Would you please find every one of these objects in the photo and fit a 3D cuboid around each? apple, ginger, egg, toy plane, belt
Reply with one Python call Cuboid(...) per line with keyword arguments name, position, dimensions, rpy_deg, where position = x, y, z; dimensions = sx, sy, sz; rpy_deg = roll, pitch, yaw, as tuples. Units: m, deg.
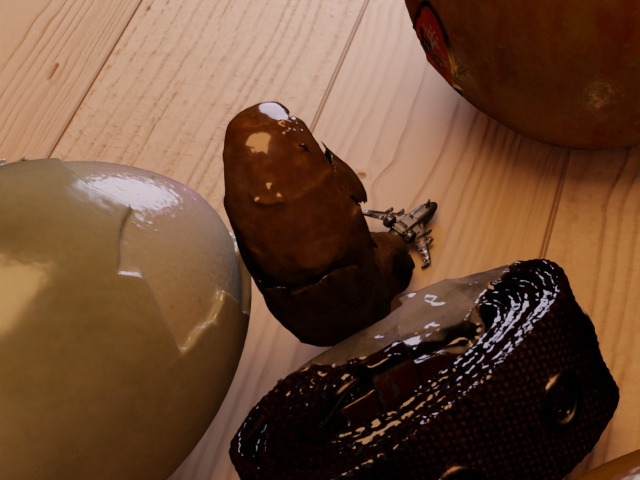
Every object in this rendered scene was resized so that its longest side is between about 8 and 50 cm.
Cuboid(name="apple", position=(0.260, -0.279, 1.389), dimensions=(0.401, 0.333, 0.400), rpy_deg=(-5, 46, 5))
Cuboid(name="ginger", position=(0.000, 0.011, 1.188), dimensions=(0.107, 0.309, 0.133), rpy_deg=(-10, 64, 10))
Cuboid(name="egg", position=(-0.205, 0.073, 1.153), dimensions=(0.278, 0.278, 0.336), rpy_deg=(29, 55, 33))
Cuboid(name="toy plane", position=(0.076, -0.011, 1.366), dimensions=(0.078, 0.031, 0.083), rpy_deg=(40, 64, 20))
Cuboid(name="belt", position=(0.085, 0.143, 1.126), dimensions=(0.289, 0.164, 0.184), rpy_deg=(-34, 24, -21))

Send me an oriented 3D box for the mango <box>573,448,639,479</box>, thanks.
Cuboid(name="mango", position=(0.289, 0.216, 0.997), dimensions=(0.317, 0.172, 0.211), rpy_deg=(8, 26, 30))
